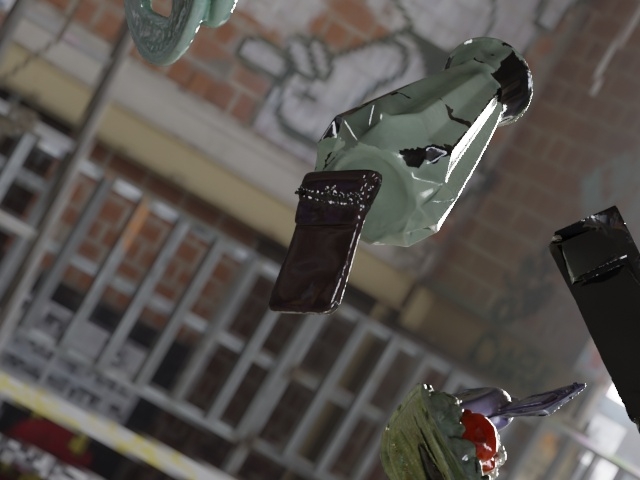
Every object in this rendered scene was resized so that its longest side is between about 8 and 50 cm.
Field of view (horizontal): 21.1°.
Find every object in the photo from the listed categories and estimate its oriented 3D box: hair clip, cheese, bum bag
[{"bbox_3d":[0.133,0.262,1.321,0.091,0.321,0.138,-6,-24,-18],"label":"hair clip"},{"bbox_3d":[0.171,0.174,1.747,0.191,0.042,0.105,-13,6,35],"label":"cheese"},{"bbox_3d":[0.000,0.000,1.752,0.026,0.159,0.109,31,-22,-37],"label":"bum bag"}]

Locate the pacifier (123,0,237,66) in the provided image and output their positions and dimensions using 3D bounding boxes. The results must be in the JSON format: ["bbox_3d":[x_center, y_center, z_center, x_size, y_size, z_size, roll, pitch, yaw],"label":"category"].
[{"bbox_3d":[-0.173,-0.326,1.532,0.269,0.343,0.288,-2,13,-25],"label":"pacifier"}]

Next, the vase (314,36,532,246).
[{"bbox_3d":[0.126,-0.124,1.938,0.165,0.165,0.360,30,34,12],"label":"vase"}]

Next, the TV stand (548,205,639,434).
[{"bbox_3d":[0.226,0.103,1.126,0.040,0.049,0.256,84,-17,-75],"label":"TV stand"}]
